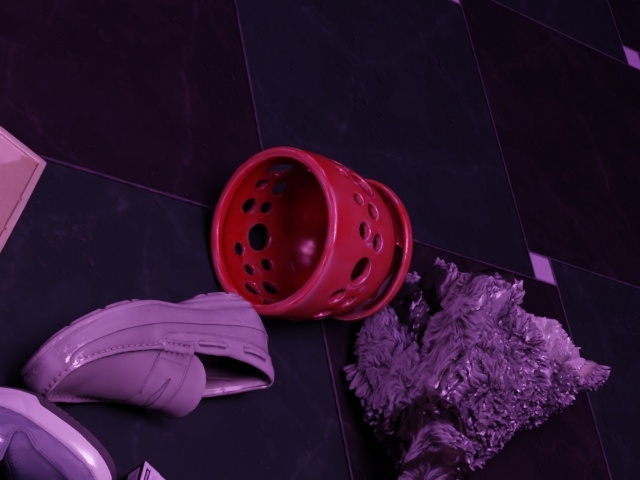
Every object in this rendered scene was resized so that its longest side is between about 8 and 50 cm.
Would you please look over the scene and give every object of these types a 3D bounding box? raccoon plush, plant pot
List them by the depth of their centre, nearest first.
[{"bbox_3d":[0.000,0.000,1.796,0.174,0.191,0.191,11,54,-46],"label":"plant pot"},{"bbox_3d":[0.182,0.240,1.848,0.299,0.216,0.446,39,54,-34],"label":"raccoon plush"}]

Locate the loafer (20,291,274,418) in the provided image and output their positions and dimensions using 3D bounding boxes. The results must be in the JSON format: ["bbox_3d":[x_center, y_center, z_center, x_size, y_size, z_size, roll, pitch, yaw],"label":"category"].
[{"bbox_3d":[-0.160,0.123,1.586,0.319,0.112,0.111,-8,60,-51],"label":"loafer"}]

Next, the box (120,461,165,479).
[{"bbox_3d":[-0.153,0.309,1.461,0.114,0.036,0.207,47,23,-19],"label":"box"}]

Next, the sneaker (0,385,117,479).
[{"bbox_3d":[-0.330,0.186,1.281,0.296,0.123,0.178,20,44,12],"label":"sneaker"}]

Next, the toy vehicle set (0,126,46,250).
[{"bbox_3d":[-0.407,-0.099,1.552,0.267,0.035,0.166,40,39,-19],"label":"toy vehicle set"}]
